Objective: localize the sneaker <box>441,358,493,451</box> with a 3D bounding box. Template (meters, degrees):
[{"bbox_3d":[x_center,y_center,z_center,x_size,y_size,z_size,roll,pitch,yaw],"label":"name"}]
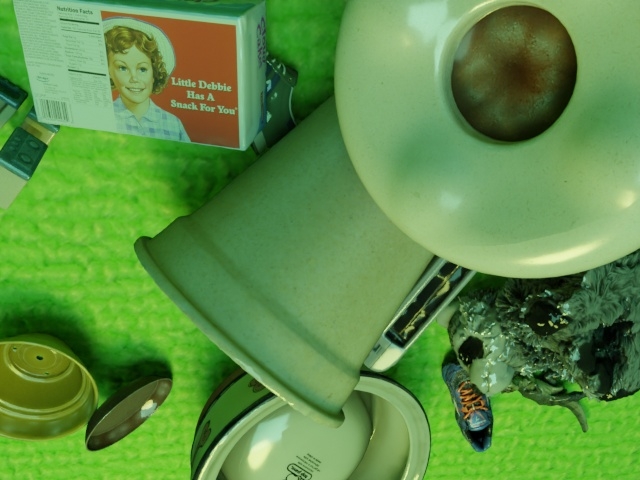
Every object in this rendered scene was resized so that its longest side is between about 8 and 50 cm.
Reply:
[{"bbox_3d":[0.275,0.292,1.174,0.083,0.087,0.221,-20,123,6],"label":"sneaker"}]

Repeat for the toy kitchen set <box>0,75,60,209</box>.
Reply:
[{"bbox_3d":[-0.405,-0.165,0.751,0.207,0.166,0.122,33,115,-25],"label":"toy kitchen set"}]

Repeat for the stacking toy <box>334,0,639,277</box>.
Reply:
[{"bbox_3d":[0.271,-0.177,0.704,0.350,0.479,0.351,10,107,34],"label":"stacking toy"}]

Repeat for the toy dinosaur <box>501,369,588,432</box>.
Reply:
[{"bbox_3d":[0.438,0.272,1.198,0.268,0.064,0.118,28,123,-24],"label":"toy dinosaur"}]

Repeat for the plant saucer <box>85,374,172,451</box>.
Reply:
[{"bbox_3d":[-0.320,0.279,1.085,0.029,0.168,0.168,45,116,17],"label":"plant saucer"}]

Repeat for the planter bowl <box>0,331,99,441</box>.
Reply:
[{"bbox_3d":[-0.455,0.212,1.042,0.217,0.090,0.217,-3,123,-4],"label":"planter bowl"}]

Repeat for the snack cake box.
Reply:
[{"bbox_3d":[-0.198,-0.203,0.751,0.264,0.089,0.152,10,123,10],"label":"snack cake box"}]

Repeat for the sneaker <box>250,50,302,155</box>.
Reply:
[{"bbox_3d":[-0.072,-0.208,0.827,0.086,0.064,0.192,-21,120,-9],"label":"sneaker"}]

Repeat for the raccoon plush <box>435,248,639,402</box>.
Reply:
[{"bbox_3d":[0.392,0.070,1.031,0.446,0.299,0.216,-39,107,-18],"label":"raccoon plush"}]

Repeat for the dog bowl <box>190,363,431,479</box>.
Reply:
[{"bbox_3d":[-0.029,0.351,1.090,0.407,0.150,0.408,-10,118,-19],"label":"dog bowl"}]

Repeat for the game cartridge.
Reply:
[{"bbox_3d":[0.167,0.033,0.924,0.062,0.198,0.297,37,117,3],"label":"game cartridge"}]

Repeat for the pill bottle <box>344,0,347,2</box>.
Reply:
[{"bbox_3d":[0.140,-0.352,0.694,0.264,0.153,0.153,-13,124,2],"label":"pill bottle"}]

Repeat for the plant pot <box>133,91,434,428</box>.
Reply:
[{"bbox_3d":[0.000,0.000,0.813,0.305,0.334,0.334,-48,118,-1],"label":"plant pot"}]
